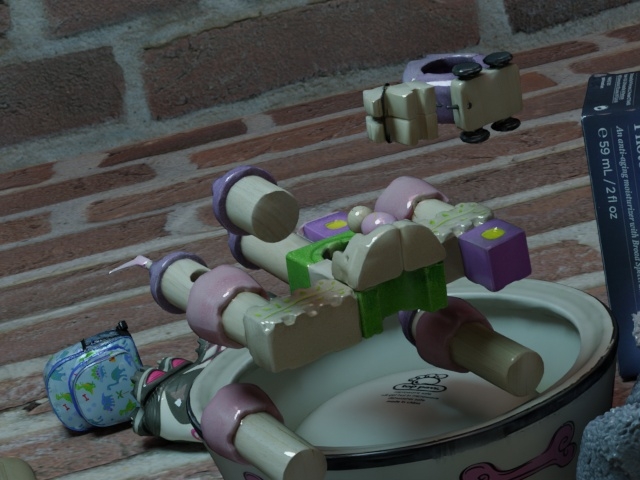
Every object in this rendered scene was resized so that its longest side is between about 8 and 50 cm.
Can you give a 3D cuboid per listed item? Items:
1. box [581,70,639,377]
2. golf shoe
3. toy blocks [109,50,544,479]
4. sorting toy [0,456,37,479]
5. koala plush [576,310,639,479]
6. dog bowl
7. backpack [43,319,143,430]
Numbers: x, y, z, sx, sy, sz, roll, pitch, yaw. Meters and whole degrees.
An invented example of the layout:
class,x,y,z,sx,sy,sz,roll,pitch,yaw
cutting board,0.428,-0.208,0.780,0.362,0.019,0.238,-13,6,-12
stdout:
class,x,y,z,sx,sy,sz,roll,pitch,yaw
box,0.441,-0.034,1.728,0.294,0.296,0.183,-8,17,14
golf shoe,-0.099,0.152,1.874,0.120,0.105,0.273,16,35,27
toy blocks,0.000,0.000,1.390,0.288,0.309,0.260,-20,26,-25
sorting toy,-0.381,0.307,1.644,0.229,0.041,0.307,-12,17,-14
koala plush,0.317,0.157,1.409,0.203,0.196,0.221,-18,19,16
dog bowl,0.087,0.175,1.555,0.408,0.150,0.408,-11,17,3
backpack,-0.257,0.164,1.891,0.114,0.105,0.084,-20,17,-8
